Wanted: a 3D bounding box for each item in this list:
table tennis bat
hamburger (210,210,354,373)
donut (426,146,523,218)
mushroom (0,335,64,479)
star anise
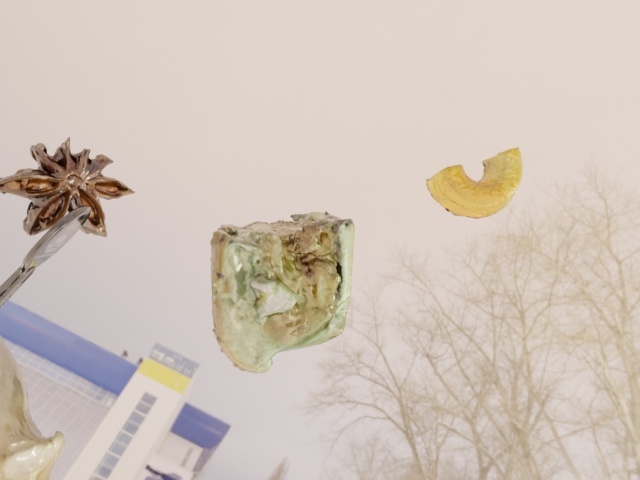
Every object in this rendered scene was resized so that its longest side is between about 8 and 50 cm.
[{"bbox_3d":[-0.504,0.025,0.821,0.027,0.236,0.150,42,-8,-13],"label":"table tennis bat"},{"bbox_3d":[-0.053,0.056,0.586,0.167,0.193,0.288,2,3,-10],"label":"hamburger"},{"bbox_3d":[0.428,-0.141,1.191,0.258,0.152,0.101,-18,-9,-6],"label":"donut"},{"bbox_3d":[-0.260,0.048,0.278,0.278,0.099,0.096,54,-25,-4],"label":"mushroom"},{"bbox_3d":[-0.509,-0.096,0.917,0.098,0.214,0.220,29,-20,42],"label":"star anise"}]
